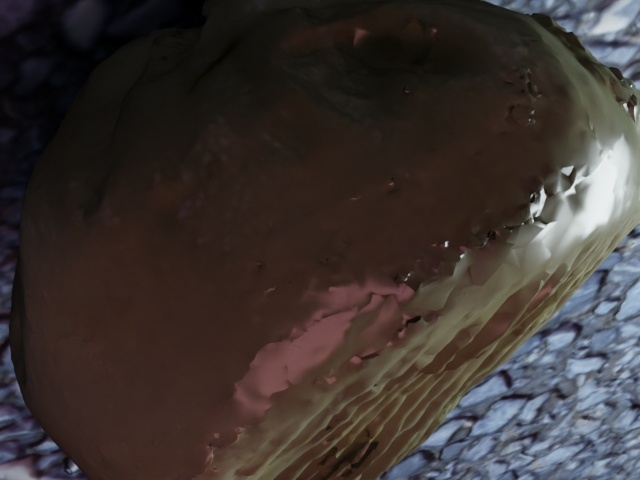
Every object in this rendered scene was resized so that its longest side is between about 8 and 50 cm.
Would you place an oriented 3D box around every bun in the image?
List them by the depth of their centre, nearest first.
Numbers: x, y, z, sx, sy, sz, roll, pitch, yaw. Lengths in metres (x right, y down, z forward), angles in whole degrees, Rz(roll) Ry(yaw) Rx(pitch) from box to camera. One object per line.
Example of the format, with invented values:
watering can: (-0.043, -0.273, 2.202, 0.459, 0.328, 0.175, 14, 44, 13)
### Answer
bun: (0.000, 0.000, 0.782, 0.362, 0.234, 0.326, -26, 155, -29)
